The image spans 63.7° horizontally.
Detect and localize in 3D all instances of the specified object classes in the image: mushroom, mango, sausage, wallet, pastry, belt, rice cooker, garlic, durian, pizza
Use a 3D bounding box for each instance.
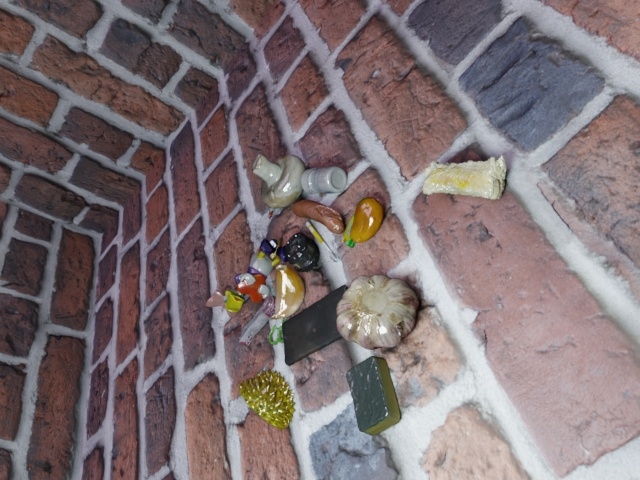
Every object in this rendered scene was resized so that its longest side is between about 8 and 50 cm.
[{"bbox_3d":[-0.185,-0.261,2.135,0.243,0.243,0.244,-28,49,38],"label":"mushroom"},{"bbox_3d":[0.160,-0.064,1.722,0.105,0.084,0.160,29,112,38],"label":"mango"},{"bbox_3d":[-0.007,-0.099,1.941,0.326,0.079,0.087,26,120,55],"label":"sausage"},{"bbox_3d":[-0.009,0.291,1.742,0.321,0.044,0.171,-34,46,29],"label":"wallet"},{"bbox_3d":[0.409,-0.173,1.472,0.258,0.089,0.122,4,75,52],"label":"pastry"},{"bbox_3d":[-0.239,0.309,2.003,0.232,0.053,0.071,-51,35,12],"label":"belt"},{"bbox_3d":[-0.070,0.043,1.913,0.112,0.106,0.165,-42,27,16],"label":"rice cooker"},{"bbox_3d":[-0.115,0.200,1.874,0.115,0.128,0.207,7,76,6],"label":"garlic"},{"bbox_3d":[-0.195,0.525,1.743,0.260,0.186,0.154,21,92,40],"label":"durian"},{"bbox_3d":[-0.229,0.064,2.142,0.134,0.046,0.175,11,78,52],"label":"pizza"},{"bbox_3d":[0.164,0.212,1.489,0.244,0.161,0.245,-7,53,10],"label":"garlic"}]

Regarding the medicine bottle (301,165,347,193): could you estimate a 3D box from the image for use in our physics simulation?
[{"bbox_3d":[0.013,-0.230,1.976,0.168,0.105,0.105,5,73,51],"label":"medicine bottle"}]

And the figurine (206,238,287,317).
[{"bbox_3d":[-0.279,0.152,2.030,0.421,0.154,0.193,-51,26,12],"label":"figurine"}]

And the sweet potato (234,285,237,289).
[{"bbox_3d":[-0.343,0.222,2.183,0.195,0.056,0.057,-48,39,27],"label":"sweet potato"}]

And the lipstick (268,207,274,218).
[{"bbox_3d":[-0.209,-0.154,2.262,0.030,0.030,0.130,-10,61,47],"label":"lipstick"}]

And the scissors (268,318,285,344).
[{"bbox_3d":[-0.146,0.285,1.925,0.101,0.027,0.205,-18,57,39],"label":"scissors"}]

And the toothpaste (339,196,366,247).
[{"bbox_3d":[0.130,-0.062,1.789,0.043,0.037,0.179,30,93,55],"label":"toothpaste"}]

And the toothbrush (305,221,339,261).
[{"bbox_3d":[0.000,0.000,1.919,0.021,0.024,0.288,-55,37,13],"label":"toothbrush"}]

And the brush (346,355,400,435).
[{"bbox_3d":[0.145,0.434,1.452,0.123,0.059,0.197,-42,41,29],"label":"brush"}]
